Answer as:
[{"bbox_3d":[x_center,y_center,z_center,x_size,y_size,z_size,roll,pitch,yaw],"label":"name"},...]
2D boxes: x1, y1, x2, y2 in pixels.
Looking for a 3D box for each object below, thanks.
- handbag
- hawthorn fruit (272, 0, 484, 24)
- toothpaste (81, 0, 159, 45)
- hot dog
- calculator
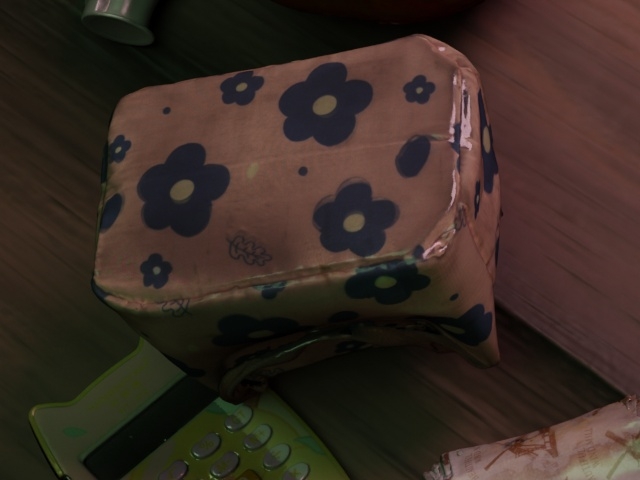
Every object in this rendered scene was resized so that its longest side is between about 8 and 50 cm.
[{"bbox_3d":[0.000,0.000,1.163,0.251,0.193,0.190,-8,59,17],"label":"handbag"},{"bbox_3d":[0.039,-0.266,1.212,0.262,0.258,0.258,-13,71,-3],"label":"hawthorn fruit"},{"bbox_3d":[-0.119,-0.279,1.375,0.096,0.061,0.266,8,73,23],"label":"toothpaste"},{"bbox_3d":[0.152,0.168,1.151,0.191,0.059,0.108,-20,68,13],"label":"hot dog"},{"bbox_3d":[-0.078,0.164,1.219,0.157,0.033,0.236,-38,68,-24],"label":"calculator"}]
